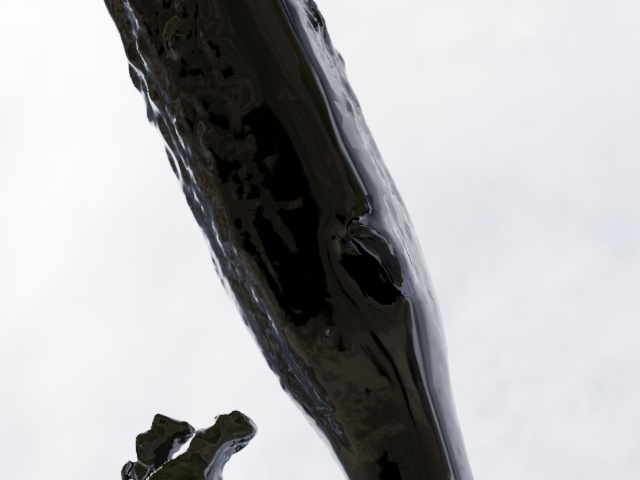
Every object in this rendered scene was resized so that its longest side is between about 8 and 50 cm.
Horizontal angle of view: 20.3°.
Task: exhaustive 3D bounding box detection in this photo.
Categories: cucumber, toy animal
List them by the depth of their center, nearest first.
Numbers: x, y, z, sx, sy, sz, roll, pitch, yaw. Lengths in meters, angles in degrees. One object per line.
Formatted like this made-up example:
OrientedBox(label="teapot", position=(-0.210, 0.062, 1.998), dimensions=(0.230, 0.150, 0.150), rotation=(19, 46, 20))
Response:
OrientedBox(label="cucumber", position=(0.000, 0.000, 0.329), dimensions=(0.043, 0.039, 0.163), rotation=(-19, -105, -26))
OrientedBox(label="toy animal", position=(-0.017, 0.121, 0.618), dimensions=(0.047, 0.135, 0.065), rotation=(-28, -157, 42))
